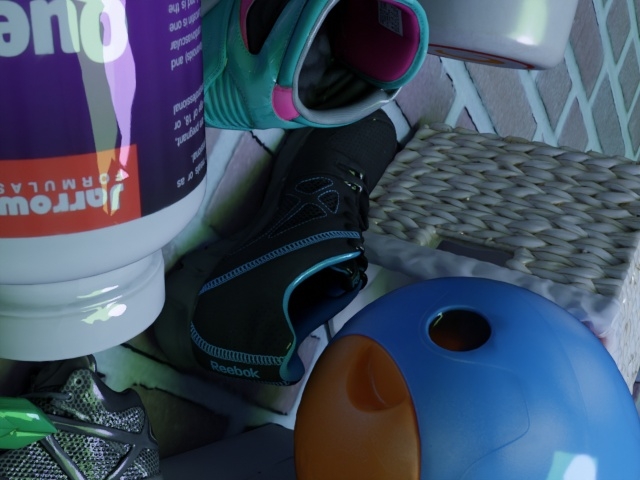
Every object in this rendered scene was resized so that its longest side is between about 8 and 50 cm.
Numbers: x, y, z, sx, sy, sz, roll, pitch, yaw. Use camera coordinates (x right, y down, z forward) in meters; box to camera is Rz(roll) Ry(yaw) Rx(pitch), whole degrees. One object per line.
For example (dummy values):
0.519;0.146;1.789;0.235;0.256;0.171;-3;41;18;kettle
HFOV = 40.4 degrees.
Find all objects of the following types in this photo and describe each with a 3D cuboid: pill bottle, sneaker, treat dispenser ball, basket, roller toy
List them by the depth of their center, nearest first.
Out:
-0.152;-0.105;0.455;0.181;0.182;0.322;-32;131;-49;pill bottle
-0.215;0.147;0.592;0.228;0.087;0.130;-8;90;-40;sneaker
0.012;-0.196;0.684;0.295;0.178;0.123;-59;148;-22;sneaker
0.121;0.174;0.734;0.288;0.288;0.288;-34;133;-47;treat dispenser ball
0.000;0.000;0.807;0.340;0.140;0.125;-55;143;-31;sneaker
0.171;-0.262;0.900;0.209;0.191;0.146;-3;107;-58;roller toy
0.211;0.080;1.016;0.266;0.328;0.331;-50;143;-38;basket

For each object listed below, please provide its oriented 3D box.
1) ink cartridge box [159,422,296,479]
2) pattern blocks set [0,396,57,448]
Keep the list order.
-0.100;0.406;0.850;0.270;0.151;0.395;0;107;-59;ink cartridge box
-0.275;0.214;0.478;0.285;0.026;0.324;28;97;-40;pattern blocks set
